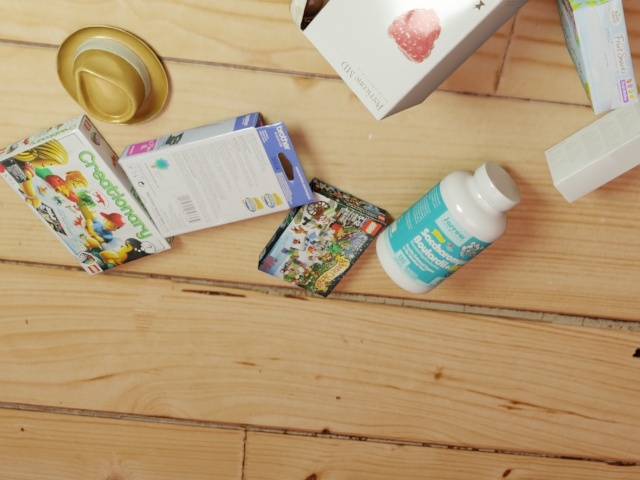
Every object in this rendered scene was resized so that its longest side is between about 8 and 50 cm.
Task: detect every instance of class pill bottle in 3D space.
[{"bbox_3d":[0.234,-0.027,1.488,0.146,0.146,0.264,31,126,-23],"label":"pill bottle"}]

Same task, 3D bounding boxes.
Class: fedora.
[{"bbox_3d":[-0.350,-0.255,1.354,0.194,0.079,0.194,1,132,2],"label":"fedora"}]

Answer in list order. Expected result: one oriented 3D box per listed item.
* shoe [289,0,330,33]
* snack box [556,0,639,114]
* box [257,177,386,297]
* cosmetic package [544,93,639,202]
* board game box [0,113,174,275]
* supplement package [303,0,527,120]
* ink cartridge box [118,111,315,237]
[{"bbox_3d":[0.026,-0.398,1.221,0.076,0.058,0.219,26,128,-20],"label":"shoe"},{"bbox_3d":[0.389,-0.312,1.183,0.070,0.207,0.175,-15,130,16],"label":"snack box"},{"bbox_3d":[0.000,0.000,1.591,0.159,0.044,0.233,23,129,-17],"label":"box"},{"bbox_3d":[0.503,-0.167,1.383,0.239,0.099,0.060,-32,126,28],"label":"cosmetic package"},{"bbox_3d":[-0.436,-0.076,1.537,0.192,0.053,0.305,-18,129,18],"label":"board game box"},{"bbox_3d":[0.155,-0.336,1.152,0.177,0.175,0.293,50,123,4],"label":"supplement package"},{"bbox_3d":[-0.180,-0.119,1.479,0.310,0.065,0.186,-11,128,16],"label":"ink cartridge box"}]
